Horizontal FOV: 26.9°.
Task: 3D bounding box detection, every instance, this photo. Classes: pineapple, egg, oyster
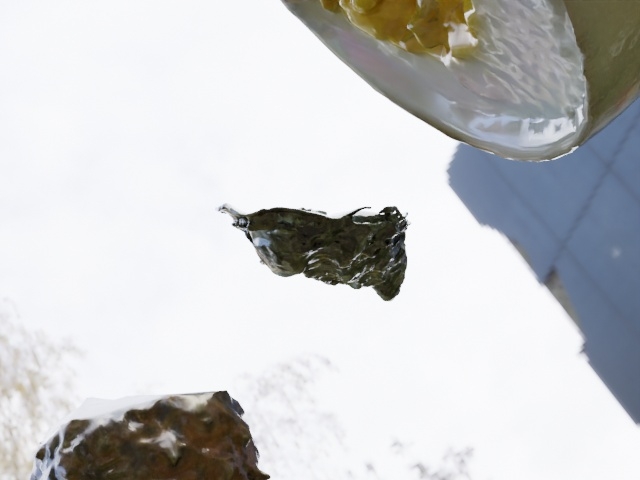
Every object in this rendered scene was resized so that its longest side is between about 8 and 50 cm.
[{"bbox_3d":[-0.072,0.166,0.593,0.108,0.198,0.108,-4,-9,-1],"label":"pineapple"},{"bbox_3d":[0.153,-0.286,0.958,0.340,0.354,0.354,-49,-37,-15],"label":"egg"},{"bbox_3d":[0.000,-0.003,1.194,0.199,0.087,0.252,0,-12,-9],"label":"oyster"}]
